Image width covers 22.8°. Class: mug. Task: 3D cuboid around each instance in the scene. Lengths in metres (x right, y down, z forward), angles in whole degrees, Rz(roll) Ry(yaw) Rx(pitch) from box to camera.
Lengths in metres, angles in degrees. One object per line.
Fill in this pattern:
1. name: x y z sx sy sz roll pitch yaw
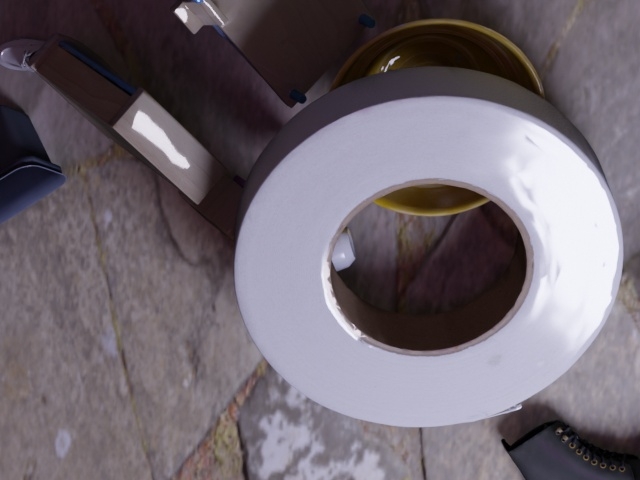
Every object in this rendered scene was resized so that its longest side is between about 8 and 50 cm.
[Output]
1. mug: 0.000 0.003 1.675 0.064 0.062 0.078 -13 108 7

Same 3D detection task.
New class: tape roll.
1. tape roll: 0.106 0.015 1.580 0.392 0.072 0.392 -1 122 -2

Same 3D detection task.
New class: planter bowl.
1. planter bowl: 0.110 -0.139 1.581 0.217 0.090 0.217 -1 122 -1

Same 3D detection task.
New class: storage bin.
1. storage bin: -0.353 -0.079 1.719 0.135 0.098 0.091 -29 69 18

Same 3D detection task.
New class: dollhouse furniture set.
1. dollhouse furniture set: -0.087 -0.196 1.632 0.303 0.198 0.286 -49 132 -4

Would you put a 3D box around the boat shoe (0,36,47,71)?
1. boat shoe: -0.304 -0.196 1.698 0.100 0.035 0.035 6 106 10

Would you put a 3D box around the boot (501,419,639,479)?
1. boot: 0.300 0.229 1.666 0.198 0.077 0.137 -32 91 17
